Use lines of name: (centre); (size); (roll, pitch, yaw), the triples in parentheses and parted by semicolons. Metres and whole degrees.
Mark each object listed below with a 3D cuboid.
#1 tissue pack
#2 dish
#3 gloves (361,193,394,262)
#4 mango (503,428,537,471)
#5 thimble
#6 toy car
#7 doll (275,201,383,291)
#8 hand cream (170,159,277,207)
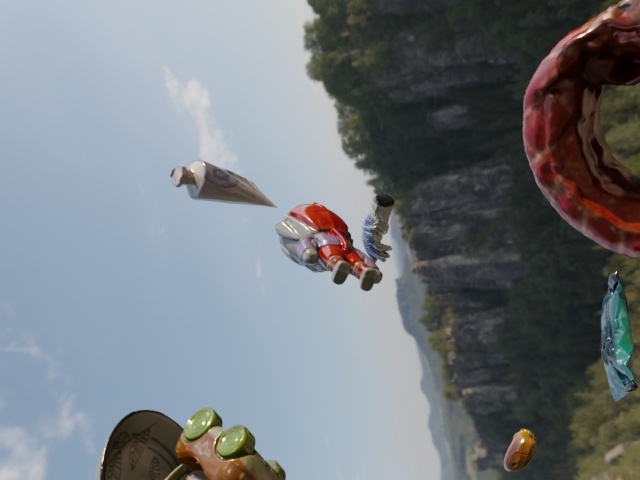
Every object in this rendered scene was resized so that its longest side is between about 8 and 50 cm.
tissue pack: (0.353, 0.115, 0.614); (0.085, 0.028, 0.138); (60, -144, -60)
dish: (-0.355, 0.511, 1.028); (0.316, 0.106, 0.316); (53, -165, -20)
gloves: (0.168, -0.029, 1.505); (0.119, 0.097, 0.229); (-61, -26, -55)
mango: (0.549, 0.583, 1.404); (0.127, 0.063, 0.077); (-59, -9, -1)
thimble: (0.462, -0.155, 0.676); (0.230, 0.350, 0.350); (-28, -70, -48)
toy car: (-0.203, 0.447, 0.926); (0.145, 0.235, 0.235); (58, -161, -27)
doll: (0.000, 0.000, 0.604); (0.075, 0.102, 0.227); (-69, 26, 10)
hand cream: (-0.132, -0.077, 0.696); (0.084, 0.142, 0.053); (46, 119, 42)
